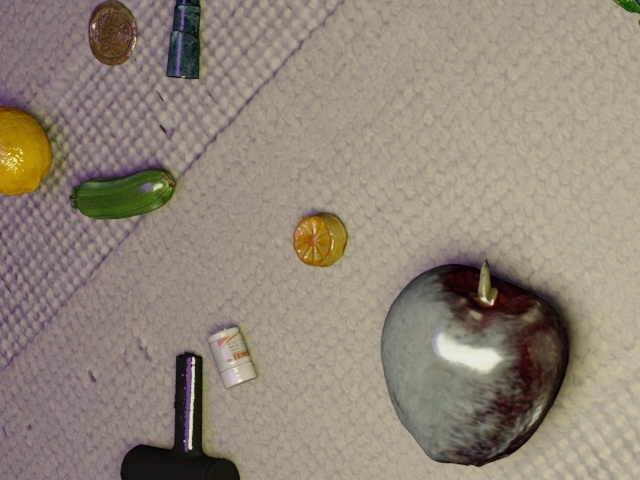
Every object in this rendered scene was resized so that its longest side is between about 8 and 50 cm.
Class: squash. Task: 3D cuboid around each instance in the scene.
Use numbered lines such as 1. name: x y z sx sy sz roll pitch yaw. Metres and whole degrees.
1. squash: -0.333 -0.076 2.070 0.219 0.068 0.077 -4 107 32

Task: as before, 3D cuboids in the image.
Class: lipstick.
1. lipstick: -0.215 -0.378 1.984 0.053 0.053 0.234 7 96 32

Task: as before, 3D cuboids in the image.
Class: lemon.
1. lemon: -0.545 -0.162 2.156 0.187 0.142 0.142 51 117 20

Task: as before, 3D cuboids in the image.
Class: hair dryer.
1. hair dryer: -0.223 0.309 2.034 0.197 0.089 0.251 2 85 34

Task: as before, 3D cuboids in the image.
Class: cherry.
1. cherry: 0.202 0.158 1.662 0.255 0.218 0.296 21 110 23

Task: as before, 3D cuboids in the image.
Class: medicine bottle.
1. medicine bottle: -0.142 0.187 1.975 0.057 0.057 0.089 -27 78 31

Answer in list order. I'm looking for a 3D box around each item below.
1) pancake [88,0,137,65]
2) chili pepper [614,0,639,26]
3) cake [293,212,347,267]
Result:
1. pancake: -0.353 -0.352 2.097 0.115 0.011 0.115 3 96 30
2. chili pepper: 0.414 -0.288 1.596 0.073 0.050 0.182 -30 80 23
3. cake: 0.000 0.000 1.880 0.084 0.044 0.084 2 93 33
